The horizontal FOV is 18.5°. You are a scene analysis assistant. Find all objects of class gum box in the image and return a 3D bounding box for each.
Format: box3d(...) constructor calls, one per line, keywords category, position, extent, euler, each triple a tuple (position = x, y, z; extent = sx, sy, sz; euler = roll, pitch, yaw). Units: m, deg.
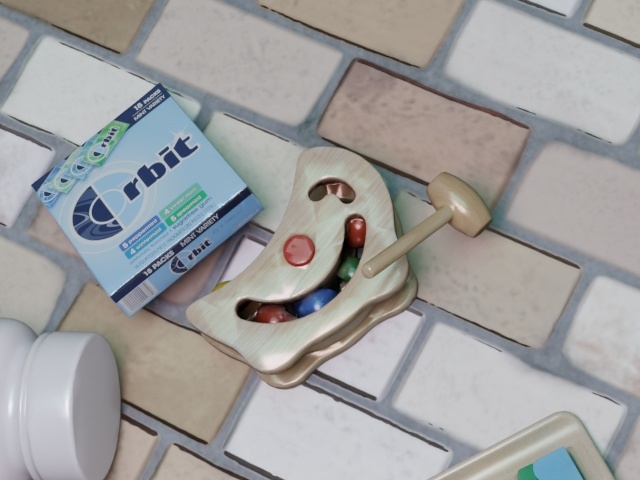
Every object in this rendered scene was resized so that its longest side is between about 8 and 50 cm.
box3d(category="gum box", position=(-0.160, -0.040, 1.791), extent=(0.157, 0.041, 0.184), euler=(-39, 47, -2))

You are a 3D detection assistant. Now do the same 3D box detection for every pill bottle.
box3d(category="pill bottle", position=(-0.330, 0.147, 1.729), extent=(0.283, 0.160, 0.160), euler=(0, 71, 13))

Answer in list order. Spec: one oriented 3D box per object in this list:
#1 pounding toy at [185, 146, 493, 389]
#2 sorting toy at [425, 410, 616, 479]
box3d(category="pounding toy", position=(0.000, 0.000, 1.711), extent=(0.269, 0.155, 0.154), euler=(-36, 71, -2))
box3d(category="sorting toy", position=(0.166, 0.256, 1.620), extent=(0.193, 0.038, 0.208), euler=(-28, 50, 2))
